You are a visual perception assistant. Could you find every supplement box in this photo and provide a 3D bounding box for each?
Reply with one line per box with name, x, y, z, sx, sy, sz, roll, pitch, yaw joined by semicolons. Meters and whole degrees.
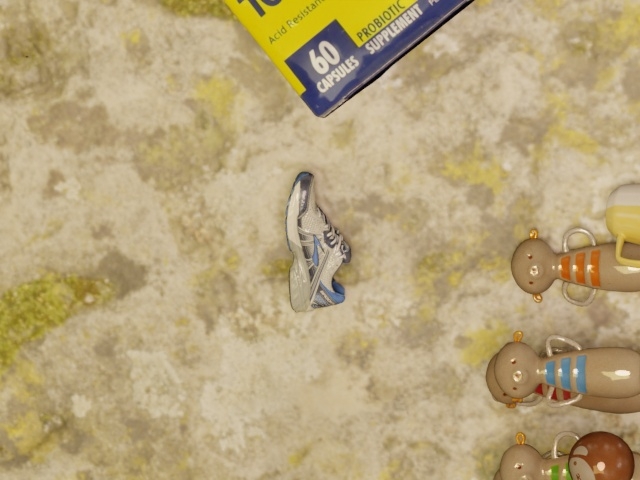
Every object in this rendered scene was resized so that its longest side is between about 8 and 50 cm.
supplement box;-0.015;-0.310;1.427;0.194;0.195;0.356;-38;92;23

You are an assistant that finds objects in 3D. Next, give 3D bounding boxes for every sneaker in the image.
sneaker;0.000;0.000;1.600;0.058;0.052;0.135;-1;113;7

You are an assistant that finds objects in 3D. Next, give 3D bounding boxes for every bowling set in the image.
bowling set;0.202;0.142;1.501;0.154;0.200;0.287;1;102;18

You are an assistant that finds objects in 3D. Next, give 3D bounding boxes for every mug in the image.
mug;0.276;-0.019;1.493;0.064;0.078;0.062;7;117;24
